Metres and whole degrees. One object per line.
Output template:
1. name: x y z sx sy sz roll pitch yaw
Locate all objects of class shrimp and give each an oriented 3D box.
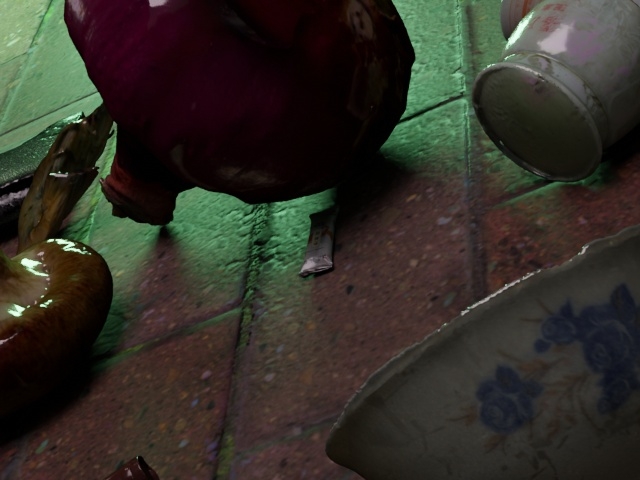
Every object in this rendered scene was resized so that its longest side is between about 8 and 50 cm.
1. shrimp: -0.304 -0.062 1.958 0.254 0.059 0.145 -50 19 39

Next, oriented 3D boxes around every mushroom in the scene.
1. mushroom: -0.355 0.082 1.742 0.267 0.254 0.267 -16 57 26

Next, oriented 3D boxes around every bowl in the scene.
1. bowl: 0.171 0.128 1.130 0.313 0.313 0.146 -29 68 2

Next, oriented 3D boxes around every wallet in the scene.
1. wallet: -0.415 -0.080 2.213 0.221 0.071 0.262 -25 20 11

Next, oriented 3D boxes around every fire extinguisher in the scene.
1. fire extinguisher: -0.200 0.239 1.468 0.132 0.039 0.056 -36 65 6

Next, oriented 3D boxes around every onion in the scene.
1. onion: -0.134 -0.176 1.820 0.420 0.398 0.398 -41 19 30

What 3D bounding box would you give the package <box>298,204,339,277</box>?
1. package: 0.000 0.000 1.710 0.037 0.015 0.110 -15 31 17

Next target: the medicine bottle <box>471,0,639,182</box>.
1. medicine bottle: 0.234 -0.148 1.583 0.147 0.147 0.143 7 46 50

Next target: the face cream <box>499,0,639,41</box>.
1. face cream: 0.295 -0.224 1.705 0.101 0.101 0.251 -40 28 -19
